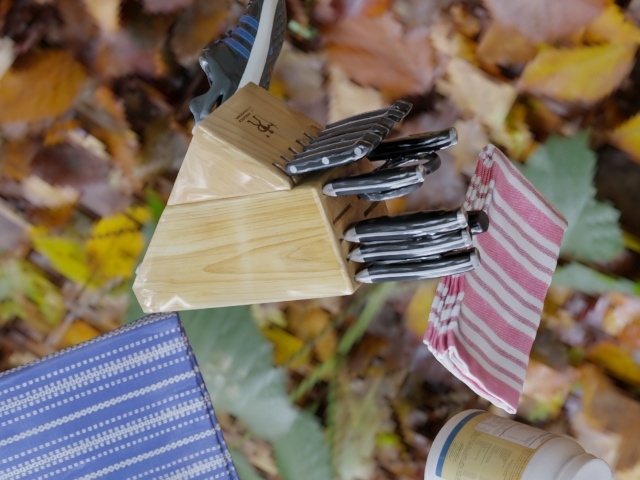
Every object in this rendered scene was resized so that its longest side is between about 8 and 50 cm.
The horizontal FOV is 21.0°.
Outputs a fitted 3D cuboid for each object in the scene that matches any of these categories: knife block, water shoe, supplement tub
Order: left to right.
[{"bbox_3d":[-0.088,-0.202,1.823,0.080,0.203,0.073,7,146,9],"label":"water shoe"},{"bbox_3d":[0.000,0.000,1.360,0.242,0.088,0.276,34,130,9],"label":"knife block"},{"bbox_3d":[0.245,0.300,2.130,0.199,0.144,0.144,16,149,39],"label":"supplement tub"}]

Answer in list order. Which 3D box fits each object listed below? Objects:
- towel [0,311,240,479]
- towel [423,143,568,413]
[{"bbox_3d":[-0.211,0.251,1.809,0.040,0.243,0.336,-131,22,-64],"label":"towel"},{"bbox_3d":[0.158,0.034,1.485,0.029,0.197,0.144,3,156,38],"label":"towel"}]
